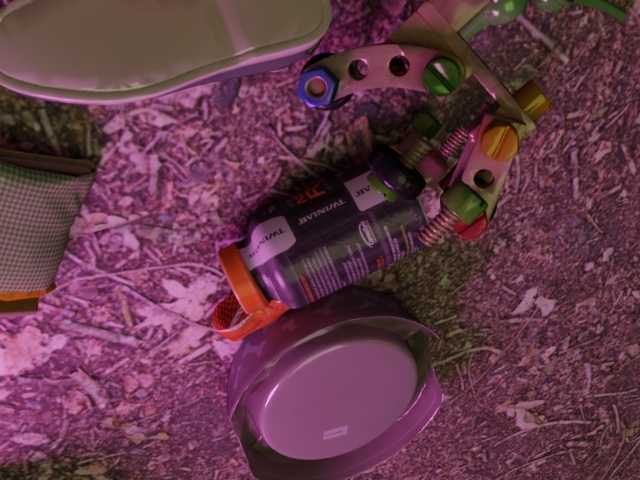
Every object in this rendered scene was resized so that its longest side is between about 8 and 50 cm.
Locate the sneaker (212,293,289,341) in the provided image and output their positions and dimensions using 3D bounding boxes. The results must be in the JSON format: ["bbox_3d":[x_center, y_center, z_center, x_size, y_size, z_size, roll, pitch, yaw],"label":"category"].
[{"bbox_3d":[-0.064,0.076,0.929,0.175,0.064,0.067,-28,151,3],"label":"sneaker"}]

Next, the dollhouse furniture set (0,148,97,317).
[{"bbox_3d":[-0.342,0.027,0.638,0.301,0.151,0.197,2,127,-51],"label":"dollhouse furniture set"}]

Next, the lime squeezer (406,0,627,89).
[{"bbox_3d":[0.246,-0.264,0.808,0.310,0.059,0.110,-20,129,-11],"label":"lime squeezer"}]

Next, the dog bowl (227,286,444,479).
[{"bbox_3d":[0.019,0.218,1.032,0.349,0.102,0.349,-11,128,-15],"label":"dog bowl"}]

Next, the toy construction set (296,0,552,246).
[{"bbox_3d":[0.155,-0.159,0.710,0.237,0.257,0.309,-48,160,18],"label":"toy construction set"}]

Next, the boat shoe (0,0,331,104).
[{"bbox_3d":[-0.149,-0.184,0.656,0.319,0.099,0.116,-15,87,-17],"label":"boat shoe"}]

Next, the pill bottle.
[{"bbox_3d":[0.000,0.000,0.843,0.245,0.130,0.130,-26,130,-5],"label":"pill bottle"}]
